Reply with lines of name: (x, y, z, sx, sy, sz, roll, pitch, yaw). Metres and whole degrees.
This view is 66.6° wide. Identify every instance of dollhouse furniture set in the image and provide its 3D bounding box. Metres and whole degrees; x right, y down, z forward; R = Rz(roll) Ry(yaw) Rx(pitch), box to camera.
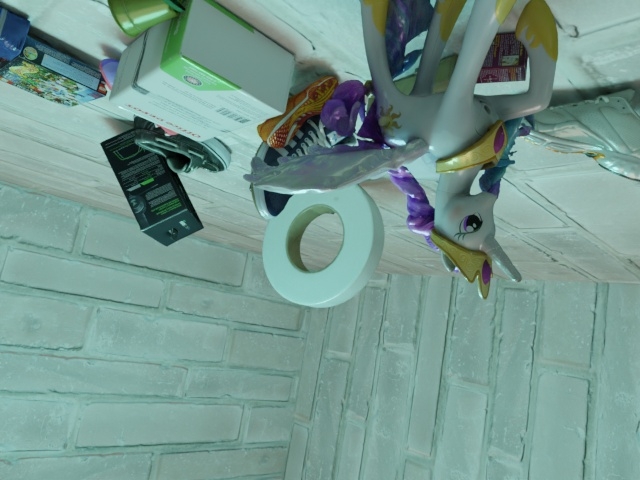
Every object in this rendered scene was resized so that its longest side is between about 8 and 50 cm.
dollhouse furniture set: (0.172, -0.193, 0.829, 0.101, 0.161, 0.182, 18, 168, -38)

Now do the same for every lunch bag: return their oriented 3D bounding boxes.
lunch bag: (-0.560, -0.363, 0.850, 0.098, 0.067, 0.065, 1, 166, 44)

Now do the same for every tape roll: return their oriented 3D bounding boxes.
tape roll: (0.000, 0.000, 1.423, 0.392, 0.392, 0.072, 2, 166, 35)

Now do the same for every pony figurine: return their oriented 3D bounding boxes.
pony figurine: (0.111, -0.140, 0.606, 0.303, 0.363, 0.351, -12, -157, -40)

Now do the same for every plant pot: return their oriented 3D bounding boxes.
plant pot: (-0.244, -0.339, 0.690, 0.079, 0.083, 0.083, -6, 166, 12)

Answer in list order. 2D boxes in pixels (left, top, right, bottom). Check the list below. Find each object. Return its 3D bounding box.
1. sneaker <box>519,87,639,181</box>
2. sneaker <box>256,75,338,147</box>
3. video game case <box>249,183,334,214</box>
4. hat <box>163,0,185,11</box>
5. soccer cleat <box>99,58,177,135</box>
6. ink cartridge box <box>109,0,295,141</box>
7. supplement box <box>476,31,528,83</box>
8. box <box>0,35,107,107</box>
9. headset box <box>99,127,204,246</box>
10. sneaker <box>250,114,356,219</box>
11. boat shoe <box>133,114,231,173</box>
sneaker: (0.438, -0.199, 0.793, 0.262, 0.121, 0.099, 25, -144, 18)
sneaker: (-0.041, -0.238, 0.862, 0.067, 0.175, 0.064, 44, 169, 33)
video game case: (-0.094, -0.144, 1.726, 0.274, 0.026, 0.196, 9, 170, 10)
hat: (-0.156, -0.377, 0.523, 0.173, 0.183, 0.208, 33, -163, -50)
soccer cleat: (-0.345, -0.301, 1.006, 0.095, 0.083, 0.248, -22, 156, 12)
ink cartridge box: (-0.210, -0.279, 0.846, 0.198, 0.114, 0.273, 20, 165, -41)
supplement box: (0.250, -0.259, 0.695, 0.083, 0.055, 0.043, 6, 170, 25)
box: (-0.554, -0.335, 0.999, 0.233, 0.044, 0.159, 7, 171, 46)
headset box: (-0.450, -0.134, 1.348, 0.131, 0.283, 0.246, -27, 174, -7)
sneaker: (-0.024, -0.164, 0.907, 0.153, 0.282, 0.099, -1, 145, 23)
boat shoe: (-0.356, -0.228, 1.245, 0.121, 0.119, 0.335, 4, 168, 28)
